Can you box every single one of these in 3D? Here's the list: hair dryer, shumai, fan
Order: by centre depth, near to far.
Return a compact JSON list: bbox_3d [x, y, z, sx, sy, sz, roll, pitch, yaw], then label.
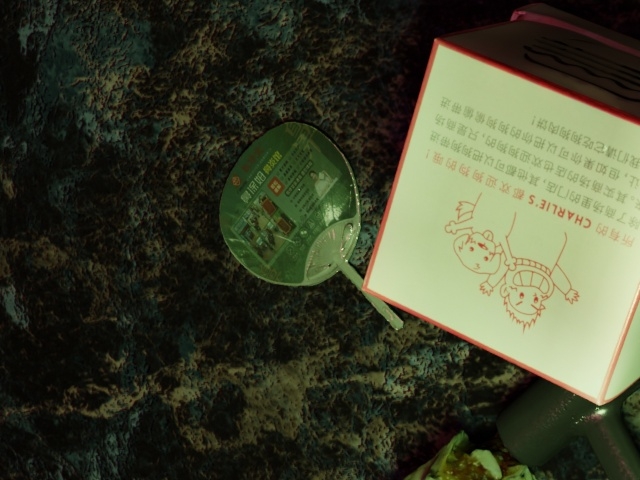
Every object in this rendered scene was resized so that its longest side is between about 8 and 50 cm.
[{"bbox_3d":[0.330,0.245,1.926,0.197,0.089,0.251,-44,61,31],"label":"hair dryer"},{"bbox_3d":[0.172,0.348,2.016,0.256,0.189,0.218,13,112,22],"label":"shumai"},{"bbox_3d":[-0.029,-0.001,2.153,0.223,0.012,0.294,-18,91,33],"label":"fan"}]

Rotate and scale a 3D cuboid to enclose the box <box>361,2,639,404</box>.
[{"bbox_3d":[0.269,-0.050,1.794,0.314,0.300,0.312,25,113,23],"label":"box"}]
